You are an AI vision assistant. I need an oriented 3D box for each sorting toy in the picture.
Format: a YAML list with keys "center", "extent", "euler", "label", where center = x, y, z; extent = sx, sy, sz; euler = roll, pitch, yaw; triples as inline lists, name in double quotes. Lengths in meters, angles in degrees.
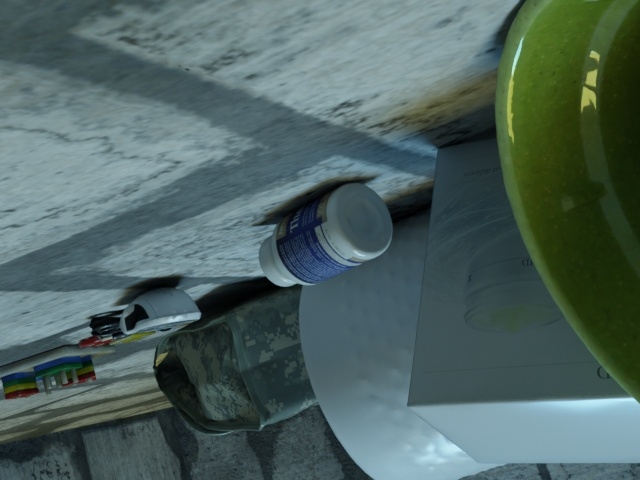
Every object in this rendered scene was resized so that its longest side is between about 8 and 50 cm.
- center: [-0.358, 0.180, 1.345]
  extent: [0.275, 0.046, 0.132]
  euler: [-19, 170, 14]
  label: "sorting toy"

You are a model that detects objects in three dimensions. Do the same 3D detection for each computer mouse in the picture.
- center: [-0.183, 0.078, 1.075]
  extent: [0.106, 0.042, 0.193]
  euler: [-6, 172, -28]
  label: "computer mouse"

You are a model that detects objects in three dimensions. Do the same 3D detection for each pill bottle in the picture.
- center: [0.000, 0.000, 0.847]
  extent: [0.067, 0.067, 0.120]
  euler: [-8, 167, -42]
  label: "pill bottle"

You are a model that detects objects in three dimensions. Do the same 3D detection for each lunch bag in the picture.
- center: [-0.068, 0.152, 1.320]
  extent: [0.235, 0.168, 0.287]
  euler: [-17, 179, -32]
  label: "lunch bag"

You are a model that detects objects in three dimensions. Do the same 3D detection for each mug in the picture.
- center: [0.202, 0.057, 1.046]
  extent: [0.328, 0.276, 0.374]
  euler: [-25, -162, 28]
  label: "mug"

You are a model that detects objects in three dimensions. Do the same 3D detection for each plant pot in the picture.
- center: [0.277, -0.058, 0.516]
  extent: [0.254, 0.276, 0.276]
  euler: [-26, 174, -18]
  label: "plant pot"

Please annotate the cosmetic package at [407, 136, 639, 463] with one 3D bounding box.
- center: [0.201, 0.038, 0.723]
  extent: [0.224, 0.224, 0.138]
  euler: [-9, 148, 31]
  label: "cosmetic package"
